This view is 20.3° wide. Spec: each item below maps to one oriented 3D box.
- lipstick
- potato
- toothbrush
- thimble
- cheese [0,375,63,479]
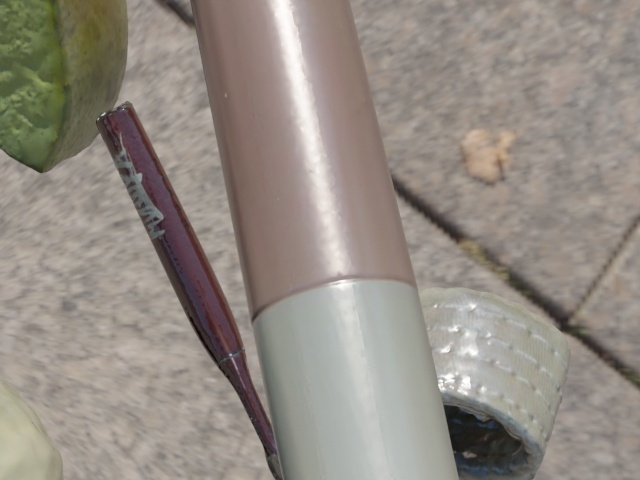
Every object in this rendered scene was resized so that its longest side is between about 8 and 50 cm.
[{"bbox_3d":[0.000,0.000,0.744,0.070,0.070,0.254,-6,67,-15],"label":"lipstick"},{"bbox_3d":[-0.295,-0.271,1.769,0.330,0.280,0.213,41,117,-4],"label":"potato"},{"bbox_3d":[-0.103,0.047,1.554,0.041,0.041,0.364,-25,86,-14],"label":"toothbrush"},{"bbox_3d":[0.086,0.086,1.073,0.115,0.102,0.090,22,53,-6],"label":"thimble"},{"bbox_3d":[-0.288,0.165,0.895,0.318,0.326,0.115,-12,68,-21],"label":"cheese"}]
